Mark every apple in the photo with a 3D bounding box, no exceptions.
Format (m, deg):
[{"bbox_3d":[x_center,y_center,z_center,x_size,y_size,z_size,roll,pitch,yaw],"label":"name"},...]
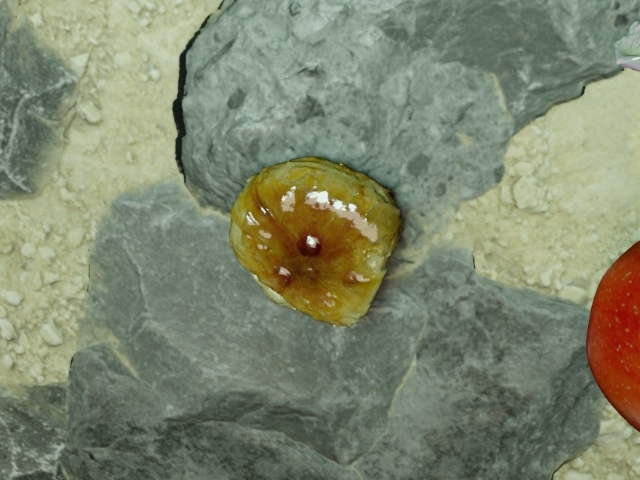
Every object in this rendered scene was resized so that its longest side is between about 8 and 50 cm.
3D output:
[{"bbox_3d":[0.419,0.105,1.494,0.216,0.260,0.260,19,122,29],"label":"apple"}]

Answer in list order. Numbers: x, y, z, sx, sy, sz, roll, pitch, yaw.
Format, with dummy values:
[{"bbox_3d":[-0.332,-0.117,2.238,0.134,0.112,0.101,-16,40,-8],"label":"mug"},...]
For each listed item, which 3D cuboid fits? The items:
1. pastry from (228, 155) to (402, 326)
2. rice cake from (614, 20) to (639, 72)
[{"bbox_3d":[0.000,0.000,1.626,0.229,0.100,0.218,-27,108,25],"label":"pastry"},{"bbox_3d":[0.448,-0.169,1.458,0.270,0.055,0.049,20,124,0],"label":"rice cake"}]
